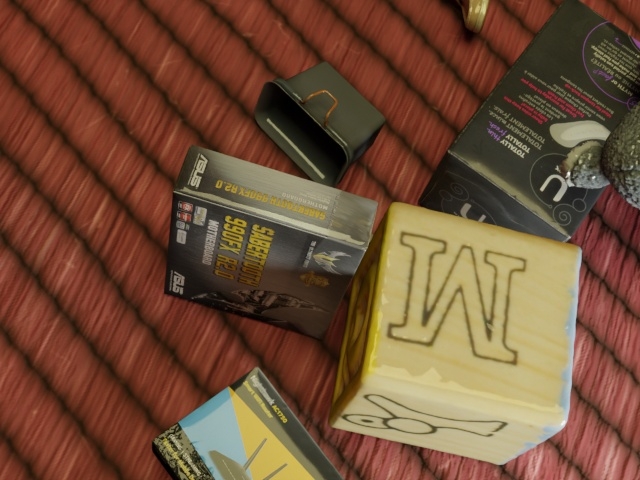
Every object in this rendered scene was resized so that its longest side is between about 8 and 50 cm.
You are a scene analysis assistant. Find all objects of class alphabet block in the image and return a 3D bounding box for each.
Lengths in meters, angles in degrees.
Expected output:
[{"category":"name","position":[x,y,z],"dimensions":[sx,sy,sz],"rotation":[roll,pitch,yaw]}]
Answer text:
[{"category":"alphabet block","position":[0.131,0.100,1.017],"dimensions":[0.197,0.192,0.194],"rotation":[14,64,-5]}]

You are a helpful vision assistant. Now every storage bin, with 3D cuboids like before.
[{"category":"storage bin","position":[0.006,-0.144,1.157],"dimensions":[0.135,0.098,0.091],"rotation":[44,57,10]}]

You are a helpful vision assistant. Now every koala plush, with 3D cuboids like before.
[{"category":"koala plush","position":[0.369,-0.090,1.000],"dimensions":[0.221,0.196,0.203],"rotation":[-20,110,-31]}]

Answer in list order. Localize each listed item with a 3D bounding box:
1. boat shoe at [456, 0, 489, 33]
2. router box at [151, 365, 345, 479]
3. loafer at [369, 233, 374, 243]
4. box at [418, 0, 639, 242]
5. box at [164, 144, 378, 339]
[{"category":"boat shoe","position":[0.183,-0.335,1.286],"dimensions":[0.059,0.063,0.170],"rotation":[5,57,-5]},{"category":"router box","position":[-0.064,0.237,1.001],"dimensions":[0.133,0.046,0.179],"rotation":[-34,76,-21]},{"category":"loafer","position":[0.000,0.000,1.124],"dimensions":[0.125,0.039,0.045],"rotation":[12,32,-8]},{"category":"box","position":[0.262,-0.117,1.156],"dimensions":[0.165,0.143,0.270],"rotation":[37,67,7]},{"category":"box","position":[-0.058,0.011,0.999],"dimensions":[0.183,0.231,0.056],"rotation":[18,62,-3]}]
